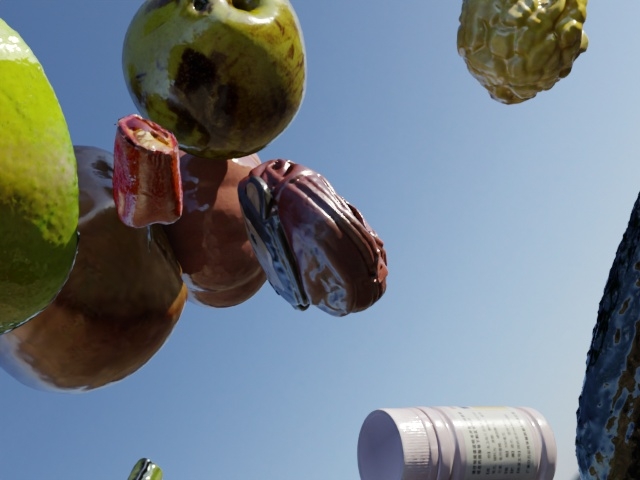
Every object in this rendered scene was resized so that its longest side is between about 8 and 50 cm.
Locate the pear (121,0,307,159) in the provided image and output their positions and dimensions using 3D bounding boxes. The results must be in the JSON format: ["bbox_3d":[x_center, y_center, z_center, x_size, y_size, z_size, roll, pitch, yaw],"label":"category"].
[{"bbox_3d":[-0.146,-0.255,1.567,0.283,0.283,0.284,-44,-22,-22],"label":"pear"}]

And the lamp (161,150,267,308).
[{"bbox_3d":[-0.156,-0.038,1.787,0.239,0.305,0.305,-7,-29,-2],"label":"lamp"}]

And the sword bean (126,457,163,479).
[{"bbox_3d":[-0.222,0.310,1.047,0.269,0.043,0.038,-54,-24,-51],"label":"sword bean"}]

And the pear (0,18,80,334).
[{"bbox_3d":[-0.450,-0.062,1.116,0.399,0.398,0.165,-60,-12,20],"label":"pear"}]

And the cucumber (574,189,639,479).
[{"bbox_3d":[0.195,0.056,0.652,0.067,0.067,0.245,-20,-52,-57],"label":"cucumber"}]

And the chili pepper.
[{"bbox_3d":[-0.198,-0.056,1.244,0.086,0.084,0.192,-79,-2,-46],"label":"chili pepper"}]

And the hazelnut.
[{"bbox_3d":[-0.374,0.045,1.579,0.315,0.372,0.372,5,-59,-52],"label":"hazelnut"}]

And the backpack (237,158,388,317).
[{"bbox_3d":[-0.002,0.002,1.371,0.139,0.229,0.229,-37,-24,-18],"label":"backpack"}]

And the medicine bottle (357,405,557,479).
[{"bbox_3d":[0.186,0.291,1.476,0.249,0.133,0.133,3,-51,-27],"label":"medicine bottle"}]

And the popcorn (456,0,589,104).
[{"bbox_3d":[0.231,-0.245,1.246,0.170,0.180,0.180,22,-71,-30],"label":"popcorn"}]
